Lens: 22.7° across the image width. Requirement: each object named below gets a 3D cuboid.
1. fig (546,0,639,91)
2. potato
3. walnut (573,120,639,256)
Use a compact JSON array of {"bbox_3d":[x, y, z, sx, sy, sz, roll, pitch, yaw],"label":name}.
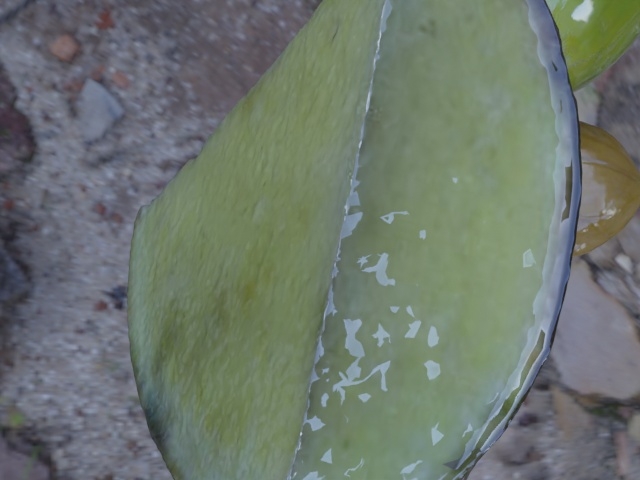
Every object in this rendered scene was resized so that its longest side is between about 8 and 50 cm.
[{"bbox_3d":[0.127,-0.232,1.004,0.258,0.258,0.326,-1,65,16],"label":"fig"},{"bbox_3d":[0.000,0.000,0.741,0.112,0.255,0.269,17,82,-25],"label":"potato"},{"bbox_3d":[0.133,-0.037,0.965,0.121,0.052,0.091,-2,63,30],"label":"walnut"}]
